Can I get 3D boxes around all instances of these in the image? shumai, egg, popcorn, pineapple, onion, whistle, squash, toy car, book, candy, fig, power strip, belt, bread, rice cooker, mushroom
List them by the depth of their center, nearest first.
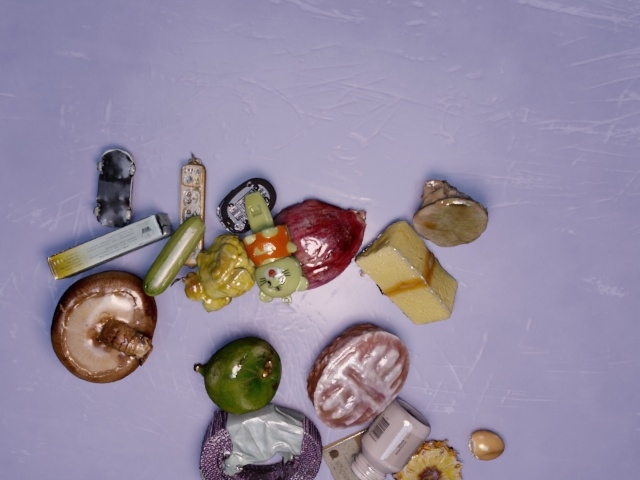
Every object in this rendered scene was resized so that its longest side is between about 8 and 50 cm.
[{"bbox_3d":[-0.122,0.021,1.454,0.131,0.106,0.288,-19,89,16],"label":"whistle"},{"bbox_3d":[-0.368,0.036,1.515,0.069,0.069,0.238,34,85,-4],"label":"squash"},{"bbox_3d":[-0.256,0.077,1.532,0.195,0.174,0.168,-32,67,26],"label":"popcorn"},{"bbox_3d":[-0.186,-0.091,1.539,0.165,0.106,0.112,-43,98,-8],"label":"rice cooker"},{"bbox_3d":[-0.540,0.220,1.539,0.278,0.163,0.297,25,95,5],"label":"mushroom"},{"bbox_3d":[0.000,0.000,1.545,0.284,0.120,0.227,-30,101,2],"label":"onion"},{"bbox_3d":[0.331,-0.078,1.550,0.201,0.201,0.120,12,55,-2],"label":"shumai"},{"bbox_3d":[-0.527,-0.134,1.550,0.095,0.056,0.204,6,92,-2],"label":"toy car"},{"bbox_3d":[0.241,0.091,1.564,0.266,0.142,0.178,45,80,-16],"label":"bread"},{"bbox_3d":[0.095,0.350,1.566,0.289,0.157,0.214,-46,109,-3],"label":"candy"},{"bbox_3d":[-0.335,-0.073,1.567,0.064,0.044,0.305,3,96,-1],"label":"power strip"},{"bbox_3d":[-0.229,0.341,1.573,0.203,0.235,0.203,-6,99,-44],"label":"fig"},{"bbox_3d":[-0.156,0.563,1.590,0.325,0.122,0.260,-4,107,0],"label":"belt"},{"bbox_3d":[0.453,0.557,1.632,0.097,0.080,0.080,1,96,2],"label":"egg"},{"bbox_3d":[0.292,0.645,1.647,0.221,0.047,0.221,-1,99,-6],"label":"pineapple"},{"bbox_3d":[0.115,0.598,1.661,0.199,0.016,0.138,-25,96,1],"label":"book"}]

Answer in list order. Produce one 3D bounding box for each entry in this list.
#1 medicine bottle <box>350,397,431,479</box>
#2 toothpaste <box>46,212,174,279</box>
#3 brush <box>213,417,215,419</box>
[{"bbox_3d":[0.179,0.536,1.580,0.135,0.135,0.215,37,93,-5],"label":"medicine bottle"},{"bbox_3d":[-0.538,0.013,1.551,0.313,0.089,0.071,-22,89,2],"label":"toothpaste"},{"bbox_3d":[-0.254,0.501,1.646,0.084,0.013,0.016,10,98,-1],"label":"brush"}]
